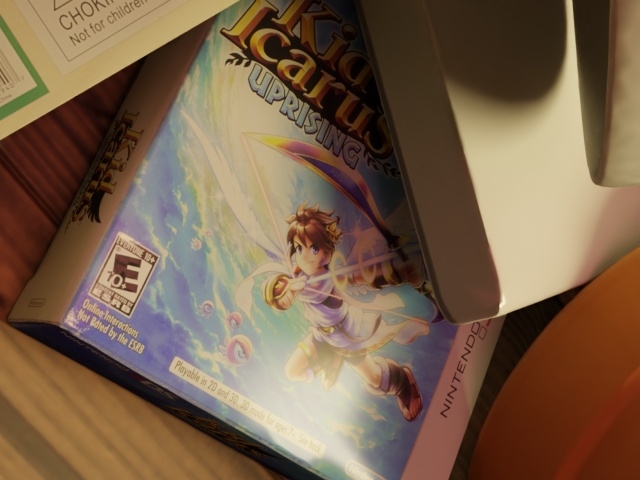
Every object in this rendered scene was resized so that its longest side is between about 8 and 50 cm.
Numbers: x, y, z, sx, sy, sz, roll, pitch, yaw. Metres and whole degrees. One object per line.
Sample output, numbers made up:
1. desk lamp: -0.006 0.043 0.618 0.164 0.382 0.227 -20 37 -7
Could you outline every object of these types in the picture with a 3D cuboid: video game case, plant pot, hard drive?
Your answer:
1. video game case: 0.000 0.000 0.653 0.269 0.061 0.244 36 66 -33
2. plant pot: 0.261 0.155 0.693 0.290 0.203 0.291 -19 131 -23
3. hard drive: 0.162 -0.095 0.738 0.353 0.047 0.233 -13 87 -50

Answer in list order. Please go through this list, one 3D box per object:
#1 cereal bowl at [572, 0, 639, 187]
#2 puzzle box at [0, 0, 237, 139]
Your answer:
1. cereal bowl: 0.189 -0.194 0.540 0.339 0.141 0.339 -3 90 -81
2. puzzle box: -0.134 -0.186 0.413 0.408 0.052 0.272 -30 115 -1
